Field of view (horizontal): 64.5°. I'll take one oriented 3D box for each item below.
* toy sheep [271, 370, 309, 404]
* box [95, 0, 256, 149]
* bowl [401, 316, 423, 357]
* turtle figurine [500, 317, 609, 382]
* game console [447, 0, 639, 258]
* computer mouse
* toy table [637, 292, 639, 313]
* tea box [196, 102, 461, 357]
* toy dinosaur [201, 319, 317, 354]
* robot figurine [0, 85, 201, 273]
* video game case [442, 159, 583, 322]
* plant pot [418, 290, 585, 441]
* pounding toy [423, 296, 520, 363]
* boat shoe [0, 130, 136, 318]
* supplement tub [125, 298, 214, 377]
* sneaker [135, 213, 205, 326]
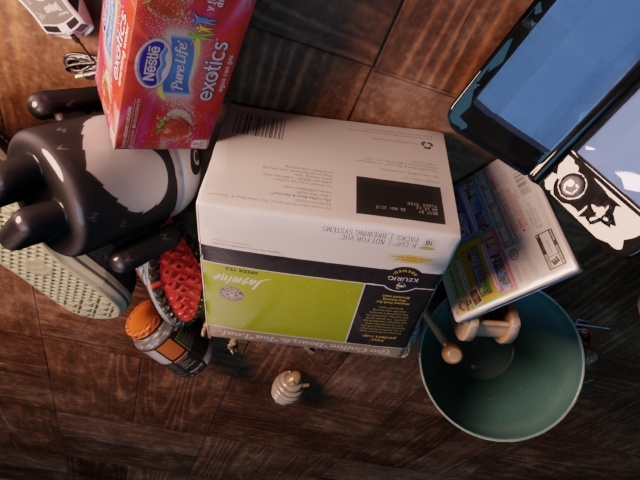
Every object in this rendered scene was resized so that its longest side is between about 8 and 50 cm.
[{"bbox_3d":[-0.087,0.395,1.352,0.091,0.091,0.132,20,118,-17],"label":"toy sheep"},{"bbox_3d":[-0.173,-0.235,0.574,0.123,0.128,0.257,-6,148,-33],"label":"box"},{"bbox_3d":[0.155,0.139,1.011,0.080,0.170,0.170,-26,142,-18],"label":"bowl"},{"bbox_3d":[0.501,0.250,1.094,0.234,0.175,0.118,-10,166,30],"label":"turtle figurine"},{"bbox_3d":[0.344,-0.162,0.574,0.173,0.250,0.293,5,132,-43],"label":"game console"},{"bbox_3d":[-0.316,-0.286,0.624,0.106,0.042,0.193,-4,144,17],"label":"computer mouse"},{"bbox_3d":[0.710,0.093,0.843,0.274,0.252,0.161,-10,155,1],"label":"toy table"},{"bbox_3d":[0.000,0.000,0.787,0.329,0.220,0.323,8,138,-4],"label":"tea box"},{"bbox_3d":[-0.133,0.124,1.025,0.296,0.127,0.200,37,123,-16],"label":"toy dinosaur"},{"bbox_3d":[-0.291,-0.084,0.680,0.174,0.278,0.209,24,125,29],"label":"robot figurine"},{"bbox_3d":[0.258,-0.008,0.765,0.023,0.212,0.193,18,140,-42],"label":"video game case"},{"bbox_3d":[0.337,0.224,1.009,0.290,0.290,0.195,-2,174,7],"label":"plant pot"},{"bbox_3d":[0.234,0.086,0.844,0.155,0.269,0.154,3,-177,0],"label":"pounding toy"},{"bbox_3d":[-0.456,-0.056,0.809,0.187,0.156,0.500,-4,142,18],"label":"boat shoe"},{"bbox_3d":[-0.340,0.220,1.147,0.117,0.117,0.190,-16,134,22],"label":"supplement tub"},{"bbox_3d":[-0.266,0.025,0.856,0.104,0.261,0.125,-14,166,-34],"label":"sneaker"}]
